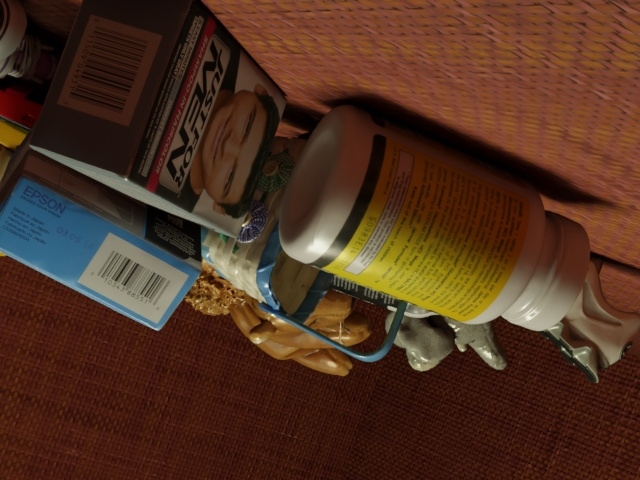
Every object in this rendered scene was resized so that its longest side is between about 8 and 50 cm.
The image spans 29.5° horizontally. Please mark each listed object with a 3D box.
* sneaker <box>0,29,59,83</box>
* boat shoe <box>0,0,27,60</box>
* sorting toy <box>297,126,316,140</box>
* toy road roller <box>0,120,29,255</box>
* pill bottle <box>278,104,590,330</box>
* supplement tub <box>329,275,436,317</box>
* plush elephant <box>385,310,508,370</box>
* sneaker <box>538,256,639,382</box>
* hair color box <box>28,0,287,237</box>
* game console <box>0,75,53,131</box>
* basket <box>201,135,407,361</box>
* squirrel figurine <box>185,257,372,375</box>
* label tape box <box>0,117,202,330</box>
[{"bbox_3d":[-0.406,-0.255,1.608,0.161,0.102,0.282,19,-172,-31],"label":"sneaker"},{"bbox_3d":[-0.481,-0.291,1.421,0.301,0.108,0.102,26,-179,24],"label":"boat shoe"},{"bbox_3d":[0.006,-0.130,1.648,0.061,0.042,0.102,-2,152,36],"label":"sorting toy"},{"bbox_3d":[-0.531,-0.156,1.869,0.330,0.202,0.240,31,-157,-5],"label":"toy road roller"},{"bbox_3d":[0.136,-0.014,1.411,0.334,0.187,0.188,22,176,-17],"label":"pill bottle"},{"bbox_3d":[0.085,-0.005,1.787,0.316,0.193,0.193,20,176,9],"label":"supplement tub"},{"bbox_3d":[0.238,0.111,2.080,0.330,0.272,0.255,53,-177,-36],"label":"plush elephant"},{"bbox_3d":[0.358,0.057,1.894,0.330,0.146,0.122,45,175,16],"label":"sneaker"},{"bbox_3d":[-0.156,-0.130,1.304,0.114,0.185,0.374,19,176,14],"label":"hair color box"},{"bbox_3d":[-0.410,-0.211,1.805,0.342,0.060,0.386,20,-169,-6],"label":"game console"},{"bbox_3d":[0.000,0.000,1.569,0.289,0.254,0.201,19,164,19],"label":"basket"},{"bbox_3d":[-0.096,0.074,2.063,0.397,0.281,0.370,16,-177,3],"label":"squirrel figurine"},{"bbox_3d":[-0.280,-0.049,1.548,0.241,0.106,0.333,30,-162,-18],"label":"label tape box"}]
